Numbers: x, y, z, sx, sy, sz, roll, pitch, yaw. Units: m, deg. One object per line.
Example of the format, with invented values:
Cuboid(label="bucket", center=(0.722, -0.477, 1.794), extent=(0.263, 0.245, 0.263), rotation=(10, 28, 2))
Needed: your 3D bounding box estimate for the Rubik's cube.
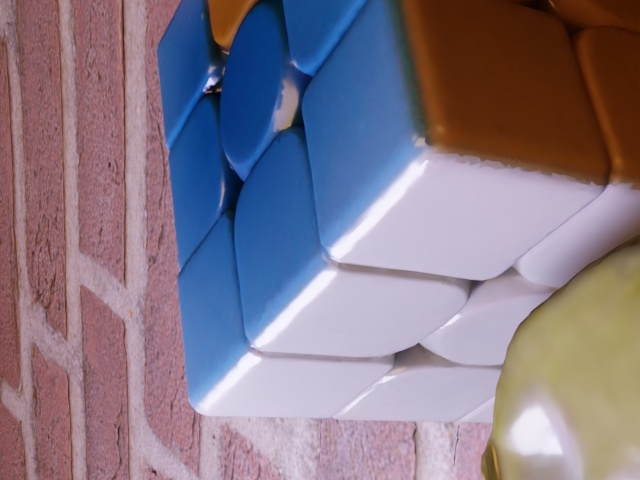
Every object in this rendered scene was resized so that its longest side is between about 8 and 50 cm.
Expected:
Cuboid(label="Rubik's cube", center=(0.086, -0.073, 0.623), extent=(0.290, 0.291, 0.292), rotation=(-49, 41, 48))

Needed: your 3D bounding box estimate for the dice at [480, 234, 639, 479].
Cuboid(label="dice", center=(0.228, 0.119, 0.452), extent=(0.238, 0.226, 0.233), rotation=(128, 137, -56))
